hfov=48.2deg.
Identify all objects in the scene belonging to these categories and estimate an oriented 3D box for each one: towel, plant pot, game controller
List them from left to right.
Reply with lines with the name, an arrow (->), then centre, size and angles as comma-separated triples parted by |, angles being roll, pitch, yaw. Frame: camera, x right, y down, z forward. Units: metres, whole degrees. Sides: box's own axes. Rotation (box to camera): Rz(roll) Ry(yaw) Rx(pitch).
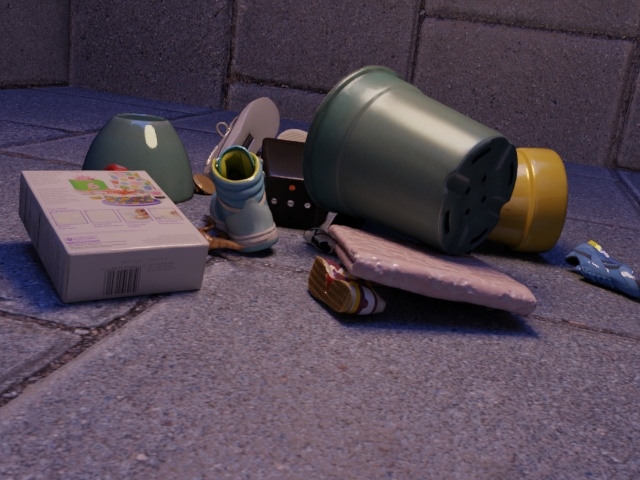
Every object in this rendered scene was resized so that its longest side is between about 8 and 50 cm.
plant pot -> -0.468, -0.221, 1.841 | 0.290, 0.195, 0.290 | 6, 16, -2
plant pot -> -0.064, -0.125, 1.733 | 0.188, 0.188, 0.167 | 7, 27, -1
game controller -> 0.180, -0.009, 1.614 | 0.319, 0.067, 0.166 | 9, 16, 10
plant pot -> 0.199, -0.150, 1.481 | 0.341, 0.341, 0.334 | -9, 32, -45
towel -> 0.188, 0.050, 1.332 | 0.332, 0.053, 0.317 | 12, 9, -11
plant pot -> 0.426, -0.098, 1.710 | 0.239, 0.254, 0.254 | 1, 16, -5

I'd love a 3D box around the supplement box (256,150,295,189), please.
supplement box -> -0.161, -0.212, 2.161 | 0.080, 0.078, 0.233 | -8, 20, -32

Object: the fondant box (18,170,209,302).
fondant box -> -0.376, -0.022, 1.271 | 0.238, 0.096, 0.330 | -4, 30, -34

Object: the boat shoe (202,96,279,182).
boat shoe -> -0.250, -0.289, 2.135 | 0.156, 0.136, 0.367 | -12, 40, 35

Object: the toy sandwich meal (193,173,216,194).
toy sandwich meal -> -0.320, -0.149, 1.943 | 0.086, 0.029, 0.085 | 36, 22, -17

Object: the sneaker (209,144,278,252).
sneaker -> -0.182, -0.118, 1.550 | 0.127, 0.208, 0.319 | -18, 24, -18

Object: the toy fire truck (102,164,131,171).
toy fire truck -> -0.468, -0.079, 1.449 | 0.047, 0.192, 0.135 | 22, -7, 41

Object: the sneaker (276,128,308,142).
sneaker -> 0.029, -0.205, 2.134 | 0.366, 0.135, 0.150 | 39, -8, 29

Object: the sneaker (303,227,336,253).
sneaker -> 0.000, 0.000, 1.552 | 0.109, 0.040, 0.044 | 20, 22, 40

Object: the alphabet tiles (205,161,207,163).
alphabet tiles -> -0.244, -0.259, 2.414 | 0.198, 0.009, 0.237 | 12, 17, 17

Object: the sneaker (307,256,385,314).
sneaker -> 0.043, 0.084, 1.248 | 0.084, 0.069, 0.185 | 14, 14, -26

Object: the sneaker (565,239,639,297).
sneaker -> 0.610, 0.074, 1.541 | 0.082, 0.069, 0.209 | -28, 31, -4

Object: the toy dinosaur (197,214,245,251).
toy dinosaur -> -0.223, 0.003, 1.440 | 0.212, 0.064, 0.112 | 2, 32, 18
